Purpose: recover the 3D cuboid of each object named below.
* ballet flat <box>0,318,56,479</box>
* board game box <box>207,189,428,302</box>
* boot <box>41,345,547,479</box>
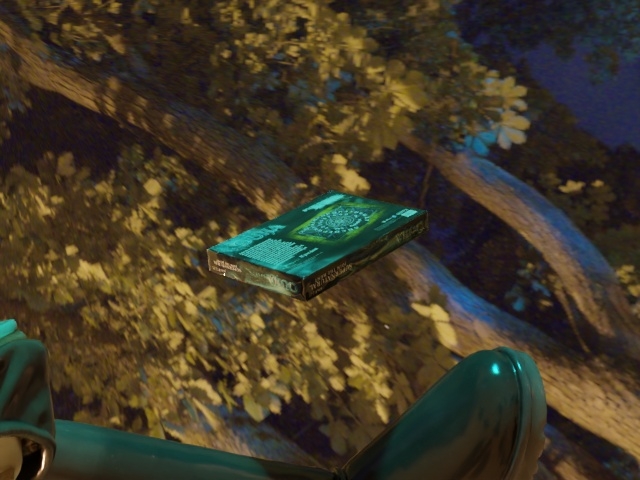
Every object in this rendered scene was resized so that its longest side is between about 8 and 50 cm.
[{"bbox_3d":[-0.165,0.087,0.384,0.095,0.280,0.096,-18,-93,10],"label":"ballet flat"},{"bbox_3d":[0.000,0.000,1.000,0.186,0.126,0.026,-27,-59,-42],"label":"board game box"},{"bbox_3d":[-0.057,0.215,0.947,0.445,0.146,0.366,17,-68,-21],"label":"boot"}]
